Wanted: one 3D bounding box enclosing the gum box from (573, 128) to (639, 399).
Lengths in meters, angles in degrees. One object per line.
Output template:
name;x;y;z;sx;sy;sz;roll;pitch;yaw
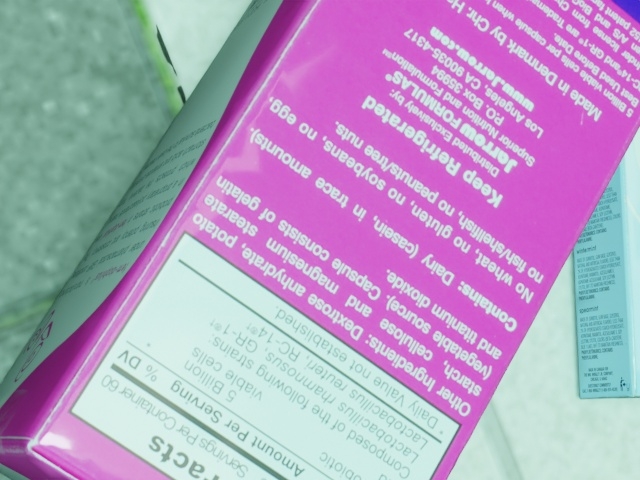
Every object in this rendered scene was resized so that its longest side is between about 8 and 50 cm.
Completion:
gum box;0.170;-0.033;0.593;0.157;0.041;0.184;0;84;-22

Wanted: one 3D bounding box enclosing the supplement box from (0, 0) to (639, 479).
supplement box;0.000;0.000;0.485;0.114;0.111;0.220;37;73;-14
